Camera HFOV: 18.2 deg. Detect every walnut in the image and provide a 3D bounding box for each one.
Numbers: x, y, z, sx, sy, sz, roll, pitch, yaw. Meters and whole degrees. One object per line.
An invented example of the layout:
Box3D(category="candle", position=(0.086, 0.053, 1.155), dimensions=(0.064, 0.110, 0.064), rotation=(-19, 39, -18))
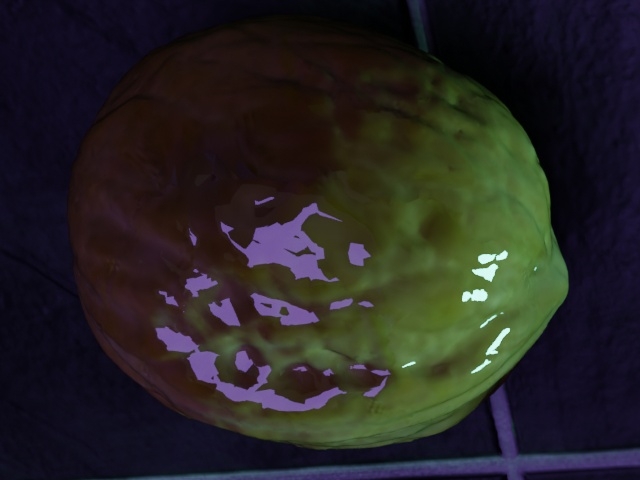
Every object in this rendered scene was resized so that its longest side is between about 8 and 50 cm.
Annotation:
Box3D(category="walnut", position=(0.000, 0.000, 1.322), dimensions=(0.333, 0.333, 0.333), rotation=(7, 114, 16))
